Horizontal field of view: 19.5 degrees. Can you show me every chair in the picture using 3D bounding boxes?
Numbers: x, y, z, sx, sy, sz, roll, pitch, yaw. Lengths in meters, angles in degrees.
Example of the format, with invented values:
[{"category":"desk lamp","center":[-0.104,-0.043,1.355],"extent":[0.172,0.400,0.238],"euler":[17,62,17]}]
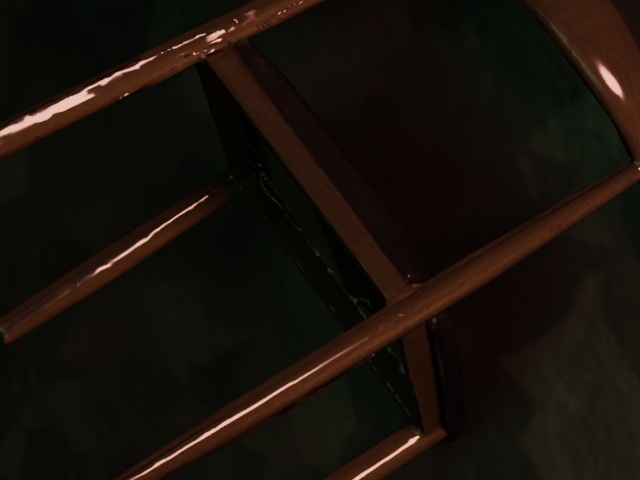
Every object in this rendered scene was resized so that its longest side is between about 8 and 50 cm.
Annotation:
[{"category":"chair","center":[0.000,0.000,0.779],"extent":[0.272,0.166,0.188],"euler":[-32,67,-9]}]
